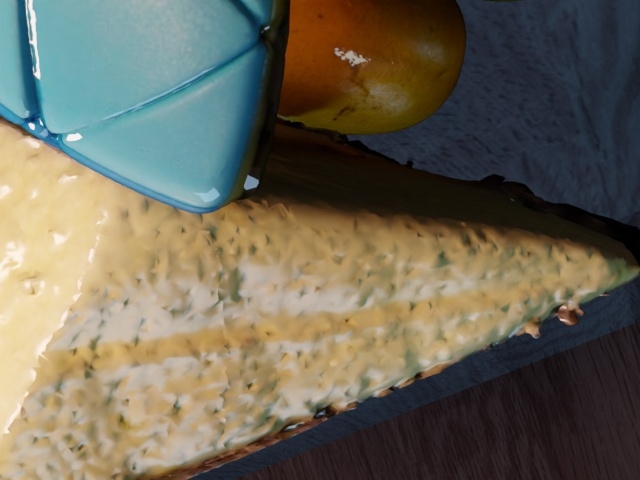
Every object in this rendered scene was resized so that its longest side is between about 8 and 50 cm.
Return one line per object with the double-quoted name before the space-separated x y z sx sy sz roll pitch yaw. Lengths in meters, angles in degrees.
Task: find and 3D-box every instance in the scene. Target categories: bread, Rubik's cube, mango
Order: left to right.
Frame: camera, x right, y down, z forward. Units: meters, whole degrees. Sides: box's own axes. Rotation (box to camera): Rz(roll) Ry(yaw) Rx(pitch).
"Rubik's cube" -0.115 -0.168 0.741 0.254 0.254 0.254 -19 166 -5
"bread" -0.096 0.032 0.951 0.404 0.242 0.345 10 -166 -33
"mango" 0.004 -0.127 1.093 0.144 0.112 0.219 -19 168 38

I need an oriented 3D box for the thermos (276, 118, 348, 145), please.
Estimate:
"thermos" -0.001 0.001 1.323 0.124 0.232 0.099 -17 166 -10
